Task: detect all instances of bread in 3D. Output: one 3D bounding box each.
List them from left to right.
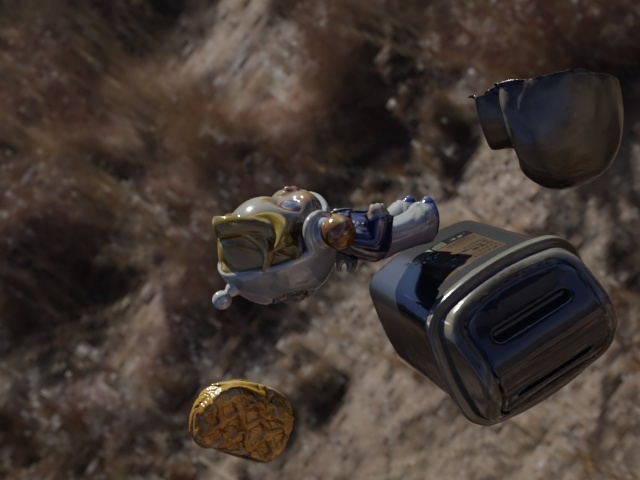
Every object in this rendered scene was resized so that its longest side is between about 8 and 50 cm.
[{"bbox_3d":[-0.078,0.181,1.540,0.083,0.111,0.044,-63,28,15],"label":"bread"}]

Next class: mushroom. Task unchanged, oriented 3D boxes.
[{"bbox_3d":[0.232,-0.108,1.498,0.141,0.117,0.188,-18,-10,12],"label":"mushroom"}]

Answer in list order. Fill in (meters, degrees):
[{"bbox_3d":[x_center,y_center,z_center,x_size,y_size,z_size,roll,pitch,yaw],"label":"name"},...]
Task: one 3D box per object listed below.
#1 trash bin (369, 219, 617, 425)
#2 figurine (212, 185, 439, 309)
[{"bbox_3d":[0.196,0.088,1.777,0.209,0.182,0.290,-32,21,-13],"label":"trash bin"},{"bbox_3d":[-0.003,-0.002,1.751,0.194,0.133,0.274,6,13,37],"label":"figurine"}]
